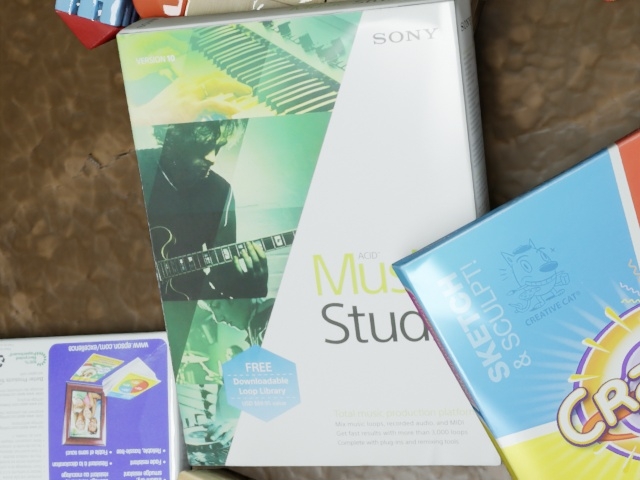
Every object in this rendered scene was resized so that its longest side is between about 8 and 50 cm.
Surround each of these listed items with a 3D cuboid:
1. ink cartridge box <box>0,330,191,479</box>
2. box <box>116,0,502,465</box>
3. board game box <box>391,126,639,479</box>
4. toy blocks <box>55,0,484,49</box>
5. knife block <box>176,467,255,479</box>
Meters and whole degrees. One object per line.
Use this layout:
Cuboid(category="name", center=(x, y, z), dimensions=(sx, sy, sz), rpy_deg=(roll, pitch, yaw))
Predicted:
Cuboid(category="ink cartridge box", center=(-0.198, 0.176, 1.068), dimensions=(0.206, 0.045, 0.208), rpy_deg=(-3, 80, 16))
Cuboid(category="box", center=(0.000, 0.000, 0.962), dimensions=(0.232, 0.058, 0.322), rpy_deg=(-3, 105, 16))
Cuboid(category="board game box", center=(0.225, 0.095, 0.875), dimensions=(0.242, 0.064, 0.316), rpy_deg=(-30, 91, -2))
Cuboid(category="toy blocks", center=(-0.031, -0.187, 1.015), dimensions=(0.381, 0.191, 0.260), rpy_deg=(17, 101, 10))
Cuboid(category="knife block", center=(0.055, 0.243, 0.960), dimensions=(0.242, 0.088, 0.275), rpy_deg=(-27, 75, 11))
